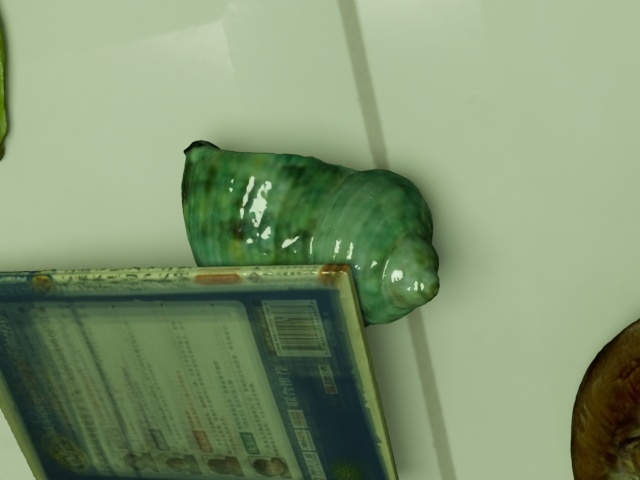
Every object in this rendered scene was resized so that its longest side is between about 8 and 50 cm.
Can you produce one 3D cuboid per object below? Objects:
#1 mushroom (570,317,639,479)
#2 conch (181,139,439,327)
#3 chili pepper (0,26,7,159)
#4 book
[{"bbox_3d":[0.307,0.150,0.784,0.253,0.153,0.253,2,117,5],"label":"mushroom"},{"bbox_3d":[-0.003,0.002,0.763,0.188,0.122,0.176,-2,136,16],"label":"conch"},{"bbox_3d":[-0.259,-0.157,0.775,0.049,0.043,0.208,-19,107,-4],"label":"chili pepper"},{"bbox_3d":[-0.110,0.111,0.793,0.322,0.018,0.228,0,125,19],"label":"book"}]
